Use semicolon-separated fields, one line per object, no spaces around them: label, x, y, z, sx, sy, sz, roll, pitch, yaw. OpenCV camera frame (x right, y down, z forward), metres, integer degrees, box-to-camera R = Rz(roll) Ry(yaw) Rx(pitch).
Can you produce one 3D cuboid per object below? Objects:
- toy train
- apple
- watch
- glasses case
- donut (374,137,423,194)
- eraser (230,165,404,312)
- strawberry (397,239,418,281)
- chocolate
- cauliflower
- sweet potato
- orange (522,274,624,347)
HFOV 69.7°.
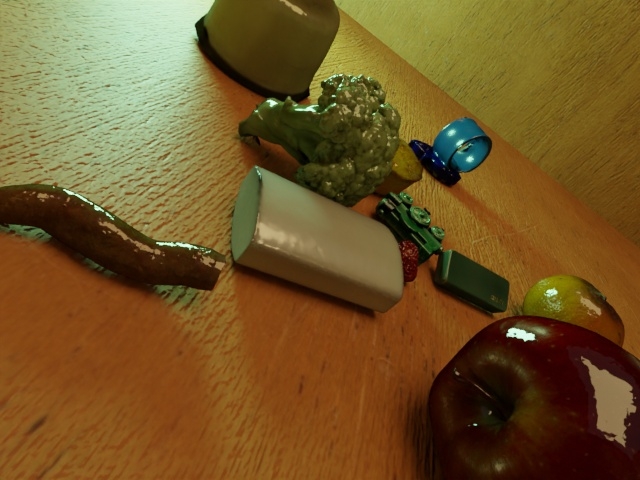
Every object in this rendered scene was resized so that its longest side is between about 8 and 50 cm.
toy train;0.193;-0.031;1.010;0.178;0.071;0.104;50;43;13
apple;0.291;0.251;0.557;0.317;0.288;0.288;40;30;-16
watch;0.432;-0.295;1.481;0.196;0.200;0.171;3;50;-50
glasses case;0.329;0.090;0.992;0.184;0.039;0.078;26;65;-22
donut;0.169;-0.178;1.137;0.152;0.101;0.259;50;31;15
eraser;0.000;0.000;0.731;0.270;0.095;0.174;21;42;-26
strawberry;0.161;0.039;0.886;0.083;0.073;0.073;56;32;1
chocolate;-0.098;-0.545;1.142;0.314;0.297;0.326;44;30;-3
cauliflower;0.022;-0.210;0.864;0.281;0.260;0.327;46;-3;5
sweet potato;-0.248;-0.007;0.509;0.281;0.067;0.059;24;-3;-16
orange;0.579;0.182;1.050;0.224;0.170;0.224;26;35;-20
